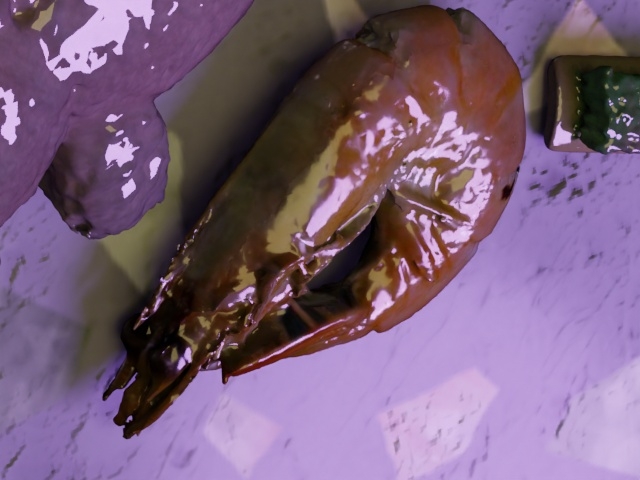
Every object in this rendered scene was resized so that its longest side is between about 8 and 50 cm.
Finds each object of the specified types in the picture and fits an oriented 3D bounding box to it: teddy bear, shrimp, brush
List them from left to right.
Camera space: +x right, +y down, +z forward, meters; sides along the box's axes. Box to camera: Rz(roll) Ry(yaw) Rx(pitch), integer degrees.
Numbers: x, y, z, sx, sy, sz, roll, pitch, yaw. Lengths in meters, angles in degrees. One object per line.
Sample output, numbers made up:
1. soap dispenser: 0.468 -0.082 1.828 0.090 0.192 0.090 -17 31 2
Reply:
1. teddy bear: -0.134 -0.097 0.670 0.267 0.151 0.236 -43 115 -15
2. shrimp: 0.000 0.000 0.818 0.267 0.061 0.145 -46 127 -15
3. brush: 0.249 -0.072 0.943 0.282 0.048 0.054 -1 104 -29
